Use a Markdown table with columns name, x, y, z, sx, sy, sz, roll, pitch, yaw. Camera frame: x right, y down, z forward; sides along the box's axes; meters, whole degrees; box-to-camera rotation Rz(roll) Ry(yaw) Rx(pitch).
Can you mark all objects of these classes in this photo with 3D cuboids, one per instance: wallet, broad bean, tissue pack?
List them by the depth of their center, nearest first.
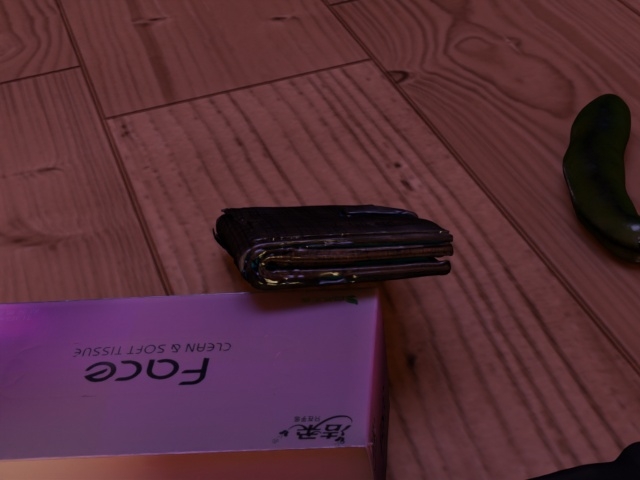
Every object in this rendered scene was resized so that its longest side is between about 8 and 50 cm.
| name | x | y | z | sx | sy | sz | roll | pitch | yaw |
| --- | --- | --- | --- | --- | --- | --- | --- | --- | --- |
| tissue pack | -0.088 | 0.102 | 0.746 | 0.246 | 0.093 | 0.148 | -3 | 31 | 6 |
| wallet | 0.000 | 0.000 | 0.855 | 0.124 | 0.042 | 0.230 | -2 | 4 | -8 |
| broad bean | 0.211 | -0.046 | 0.973 | 0.069 | 0.039 | 0.227 | -11 | 33 | 5 |

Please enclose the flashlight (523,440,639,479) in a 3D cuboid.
| name | x | y | z | sx | sy | sz | roll | pitch | yaw |
| --- | --- | --- | --- | --- | --- | --- | --- | --- | --- |
| flashlight | 0.264 | 0.122 | 0.654 | 0.423 | 0.103 | 0.103 | -12 | 33 | -11 |
